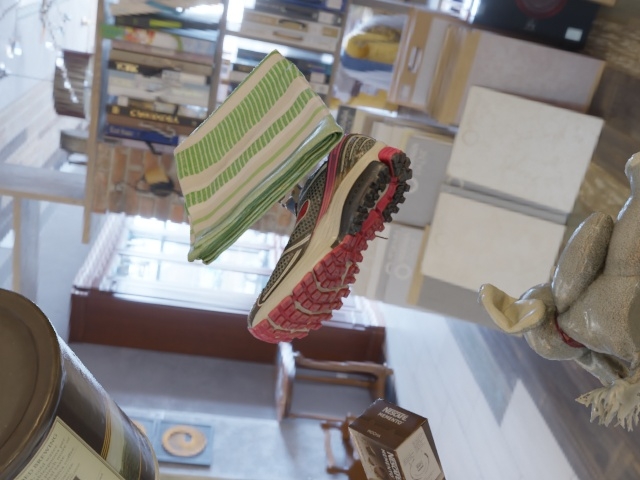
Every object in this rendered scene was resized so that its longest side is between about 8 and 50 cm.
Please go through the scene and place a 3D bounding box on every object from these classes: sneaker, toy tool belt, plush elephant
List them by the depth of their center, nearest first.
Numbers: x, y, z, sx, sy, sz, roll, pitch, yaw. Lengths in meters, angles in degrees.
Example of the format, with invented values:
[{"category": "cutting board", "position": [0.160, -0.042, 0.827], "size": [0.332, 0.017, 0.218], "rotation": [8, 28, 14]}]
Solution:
[{"category": "sneaker", "position": [0.000, 0.000, 0.876], "size": [0.299, 0.112, 0.121], "rotation": [-56, -33, -4]}, {"category": "plush elephant", "position": [0.386, 0.085, 0.934], "size": [0.330, 0.271, 0.255], "rotation": [-58, 19, -9]}, {"category": "toy tool belt", "position": [-0.024, -0.060, 0.957], "size": [0.051, 0.083, 0.052], "rotation": [-51, 13, 7]}]

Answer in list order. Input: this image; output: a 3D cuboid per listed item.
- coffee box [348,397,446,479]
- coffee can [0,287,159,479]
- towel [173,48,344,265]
[{"category": "coffee box", "position": [0.199, 0.552, 1.626], "size": [0.168, 0.118, 0.297], "rotation": [12, 127, 50]}, {"category": "coffee can", "position": [-0.288, 0.200, 0.628], "size": [0.275, 0.201, 0.202], "rotation": [80, -172, -52]}, {"category": "towel", "position": [-0.105, -0.128, 0.915], "size": [0.248, 0.038, 0.325], "rotation": [-42, 32, 12]}]
